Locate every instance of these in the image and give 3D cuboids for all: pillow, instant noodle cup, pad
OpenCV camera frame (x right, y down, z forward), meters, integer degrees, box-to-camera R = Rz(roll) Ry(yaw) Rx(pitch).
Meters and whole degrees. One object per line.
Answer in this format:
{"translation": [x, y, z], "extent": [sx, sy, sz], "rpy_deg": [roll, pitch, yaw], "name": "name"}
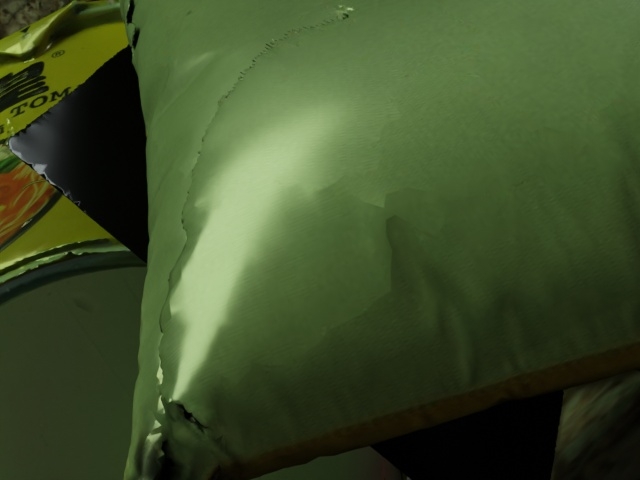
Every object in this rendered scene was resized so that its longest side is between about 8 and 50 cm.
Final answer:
{"translation": [0.068, -0.054, 0.561], "extent": [0.310, 0.119, 0.312], "rpy_deg": [-13, 39, 0], "name": "pillow"}
{"translation": [-0.093, 0.062, 0.776], "extent": [0.325, 0.325, 0.254], "rpy_deg": [-43, 21, 15], "name": "instant noodle cup"}
{"translation": [-0.002, 0.019, 0.632], "extent": [0.009, 0.265, 0.159], "rpy_deg": [-49, 4, 25], "name": "pad"}
